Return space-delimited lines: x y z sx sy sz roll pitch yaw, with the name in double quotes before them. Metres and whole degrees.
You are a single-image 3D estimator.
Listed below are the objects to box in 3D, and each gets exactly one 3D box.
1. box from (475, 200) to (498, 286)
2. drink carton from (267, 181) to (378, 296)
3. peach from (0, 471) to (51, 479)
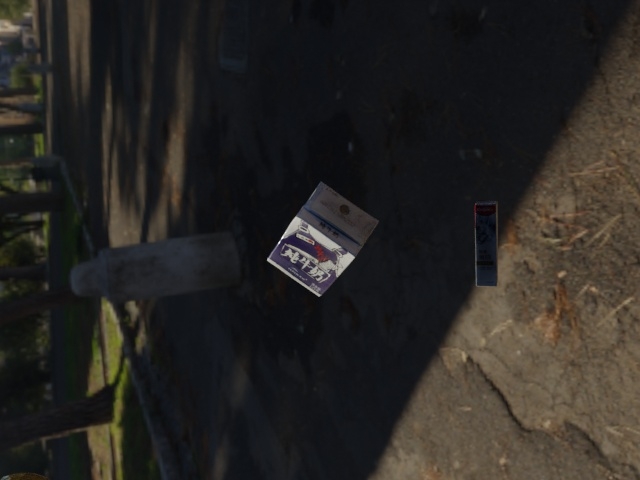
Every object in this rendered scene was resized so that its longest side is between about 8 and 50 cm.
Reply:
"box" 0.414 0.008 1.917 0.039 0.055 0.218 -50 -42 -66
"drink carton" 0.001 0.000 1.470 0.134 0.102 0.222 37 150 -1
"peach" -0.569 0.537 1.473 0.184 0.184 0.184 176 90 -66
